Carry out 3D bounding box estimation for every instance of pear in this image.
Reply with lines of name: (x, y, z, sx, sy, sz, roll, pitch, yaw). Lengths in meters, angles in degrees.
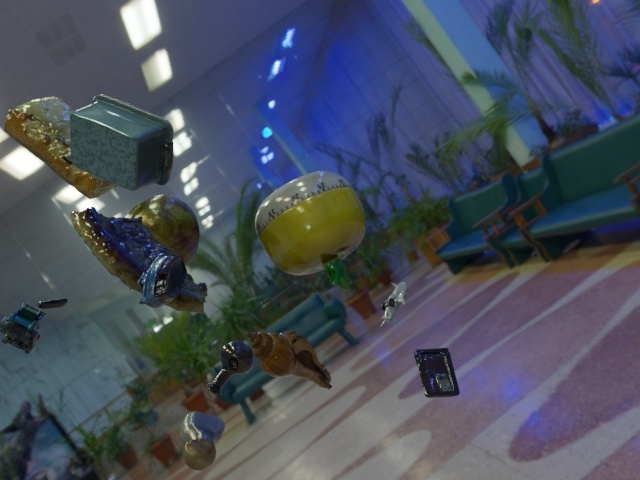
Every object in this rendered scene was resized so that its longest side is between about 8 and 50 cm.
pear: (-0.540, -0.016, 2.099, 0.283, 0.284, 0.283, -36, 1, 1)

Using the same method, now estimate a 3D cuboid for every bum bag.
bum bag: (0.336, 0.383, 1.784, 0.109, 0.160, 0.026, 0, -41, -8)

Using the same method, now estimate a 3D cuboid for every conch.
conch: (-0.072, 0.279, 1.436, 0.093, 0.330, 0.110, -6, 58, 29)

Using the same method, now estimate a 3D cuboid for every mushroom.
mushroom: (-0.410, 0.689, 2.144, 0.159, 0.122, 0.328, -13, 5, -11)

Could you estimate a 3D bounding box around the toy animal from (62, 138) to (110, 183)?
toy animal: (-0.677, -0.224, 1.833, 0.127, 0.131, 0.182, -5, -14, -6)

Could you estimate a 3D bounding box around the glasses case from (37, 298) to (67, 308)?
glasses case: (-0.796, 0.190, 1.832, 0.083, 0.023, 0.033, -5, -13, -31)

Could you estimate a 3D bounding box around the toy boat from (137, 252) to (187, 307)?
toy boat: (-0.377, 0.094, 1.423, 0.097, 0.100, 0.223, -15, 17, 5)

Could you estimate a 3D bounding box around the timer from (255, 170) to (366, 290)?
timer: (0.000, 0.000, 1.462, 0.285, 0.285, 0.285, -36, 1, 1)

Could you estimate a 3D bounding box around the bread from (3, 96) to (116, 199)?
bread: (-0.852, -0.319, 2.083, 0.165, 0.375, 0.236, -48, 1, 27)

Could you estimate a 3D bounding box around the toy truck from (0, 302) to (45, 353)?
toy truck: (-0.955, 0.278, 1.994, 0.216, 0.110, 0.116, -47, 18, 54)

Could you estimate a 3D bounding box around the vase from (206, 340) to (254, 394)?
vase: (-0.299, 0.421, 2.015, 0.183, 0.120, 0.120, -54, 8, -23)

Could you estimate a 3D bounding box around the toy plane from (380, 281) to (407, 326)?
toy plane: (0.246, 0.205, 2.046, 0.162, 0.065, 0.171, -54, 13, 57)

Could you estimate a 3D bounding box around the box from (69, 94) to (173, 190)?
box: (-0.445, -0.216, 1.375, 0.130, 0.226, 0.162, -42, -29, -54)

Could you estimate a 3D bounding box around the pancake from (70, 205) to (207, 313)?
pancake: (-0.480, 0.049, 1.708, 0.067, 0.427, 0.305, -49, -8, 19)
